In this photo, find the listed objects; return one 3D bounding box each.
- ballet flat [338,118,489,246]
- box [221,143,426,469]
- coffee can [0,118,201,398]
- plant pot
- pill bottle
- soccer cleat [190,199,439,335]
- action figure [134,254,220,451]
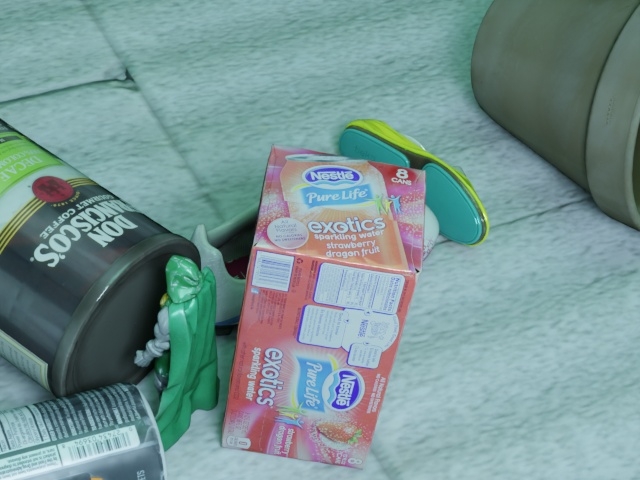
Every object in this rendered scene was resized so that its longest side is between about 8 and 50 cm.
[{"bbox_3d":[0.125,-0.078,1.734,0.231,0.077,0.077,37,34,25],"label":"ballet flat"},{"bbox_3d":[0.000,0.070,1.401,0.154,0.300,0.142,10,46,-1],"label":"box"},{"bbox_3d":[-0.289,0.017,1.466,0.275,0.201,0.201,32,49,20],"label":"coffee can"},{"bbox_3d":[0.344,-0.197,1.757,0.280,0.323,0.323,25,44,36],"label":"plant pot"},{"bbox_3d":[-0.273,0.217,1.325,0.246,0.130,0.130,-12,50,-21],"label":"pill bottle"},{"bbox_3d":[0.000,0.000,1.579,0.331,0.143,0.116,-20,53,-28],"label":"soccer cleat"},{"bbox_3d":[-0.135,0.099,1.395,0.064,0.232,0.137,23,46,12],"label":"action figure"}]
